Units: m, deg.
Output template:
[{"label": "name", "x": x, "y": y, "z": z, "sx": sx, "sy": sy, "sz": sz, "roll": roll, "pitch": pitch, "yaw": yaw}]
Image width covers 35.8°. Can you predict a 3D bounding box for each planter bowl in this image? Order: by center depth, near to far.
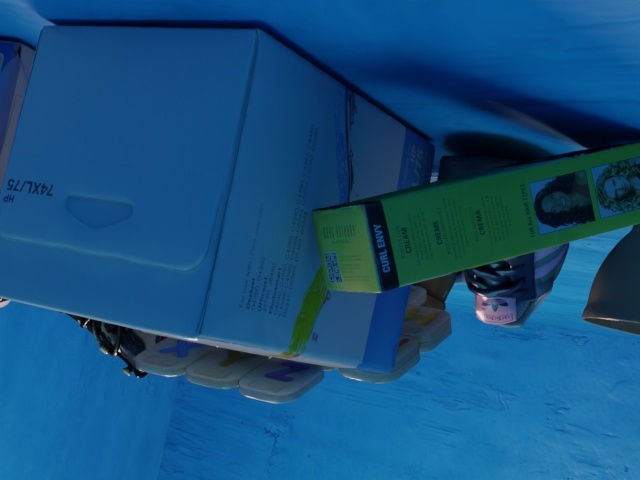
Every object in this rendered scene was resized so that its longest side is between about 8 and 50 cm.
[{"label": "planter bowl", "x": 0.337, "y": 0.037, "z": 0.932, "sx": 0.162, "sy": 0.109, "sz": 0.162, "roll": 11, "pitch": 173, "yaw": 1}]

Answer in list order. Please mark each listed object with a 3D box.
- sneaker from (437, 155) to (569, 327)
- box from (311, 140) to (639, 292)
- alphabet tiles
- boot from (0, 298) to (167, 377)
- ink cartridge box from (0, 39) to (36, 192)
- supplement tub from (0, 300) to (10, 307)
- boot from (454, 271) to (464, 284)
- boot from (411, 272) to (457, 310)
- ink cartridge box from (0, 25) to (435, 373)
[{"label": "sneaker", "x": 0.170, "y": 0.010, "z": 0.890, "sx": 0.112, "sy": 0.131, "sz": 0.319, "roll": 9, "pitch": 173, "yaw": 22}, {"label": "box", "x": 0.117, "y": -0.019, "z": 0.662, "sx": 0.232, "sy": 0.058, "sz": 0.087, "roll": -14, "pitch": -176, "yaw": -23}, {"label": "alphabet tiles", "x": -0.028, "y": 0.076, "z": 0.940, "sx": 0.284, "sy": 0.021, "sz": 0.278, "roll": 8, "pitch": -160, "yaw": 31}, {"label": "boot", "x": -0.319, "y": 0.060, "z": 1.215, "sx": 0.284, "sy": 0.138, "sz": 0.377, "roll": 33, "pitch": -164, "yaw": 3}, {"label": "ink cartridge box", "x": -0.383, "y": -0.094, "z": 0.935, "sx": 0.395, "sy": 0.151, "sz": 0.270, "roll": 11, "pitch": 174, "yaw": 20}, {"label": "supplement tub", "x": -0.671, "y": -0.025, "z": 1.681, "sx": 0.324, "sy": 0.236, "sz": 0.235, "roll": 15, "pitch": 173, "yaw": -25}, {"label": "boot", "x": 0.103, "y": 0.015, "z": 1.350, "sx": 0.258, "sy": 0.095, "sz": 0.123, "roll": 6, "pitch": 173, "yaw": -42}, {"label": "boot", "x": 0.075, "y": 0.038, "z": 1.229, "sx": 0.197, "sy": 0.152, "sz": 0.073, "roll": 7, "pitch": 173, "yaw": 38}, {"label": "ink cartridge box", "x": -0.070, "y": -0.021, "z": 0.743, "sx": 0.198, "sy": 0.197, "sz": 0.270, "roll": 8, "pitch": 174, "yaw": 31}]
